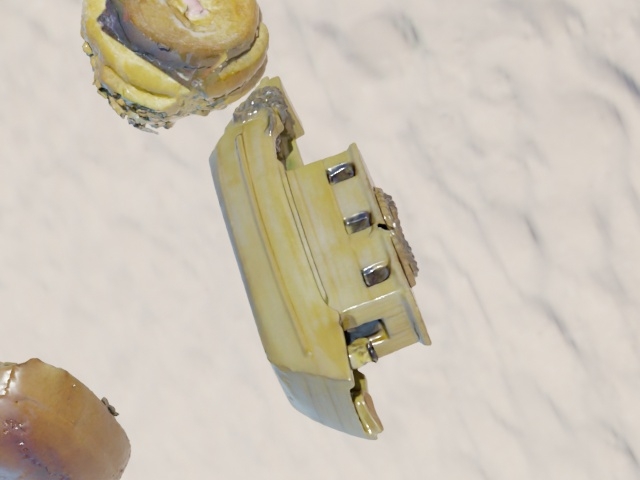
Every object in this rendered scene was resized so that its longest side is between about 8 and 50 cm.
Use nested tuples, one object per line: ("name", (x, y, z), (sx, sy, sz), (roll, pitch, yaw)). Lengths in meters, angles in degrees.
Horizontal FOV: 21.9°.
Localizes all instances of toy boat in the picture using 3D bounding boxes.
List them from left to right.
("toy boat", (0.000, 0.000, 0.765), (0.057, 0.077, 0.200), (64, -175, -48))

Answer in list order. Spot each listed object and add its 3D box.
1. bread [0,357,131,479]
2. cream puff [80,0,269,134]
("bread", (-0.166, 0.111, 0.857), (0.129, 0.126, 0.044), (54, -149, -52))
("cream puff", (-0.141, -0.186, 1.562), (0.189, 0.189, 0.129), (58, 148, 19))
